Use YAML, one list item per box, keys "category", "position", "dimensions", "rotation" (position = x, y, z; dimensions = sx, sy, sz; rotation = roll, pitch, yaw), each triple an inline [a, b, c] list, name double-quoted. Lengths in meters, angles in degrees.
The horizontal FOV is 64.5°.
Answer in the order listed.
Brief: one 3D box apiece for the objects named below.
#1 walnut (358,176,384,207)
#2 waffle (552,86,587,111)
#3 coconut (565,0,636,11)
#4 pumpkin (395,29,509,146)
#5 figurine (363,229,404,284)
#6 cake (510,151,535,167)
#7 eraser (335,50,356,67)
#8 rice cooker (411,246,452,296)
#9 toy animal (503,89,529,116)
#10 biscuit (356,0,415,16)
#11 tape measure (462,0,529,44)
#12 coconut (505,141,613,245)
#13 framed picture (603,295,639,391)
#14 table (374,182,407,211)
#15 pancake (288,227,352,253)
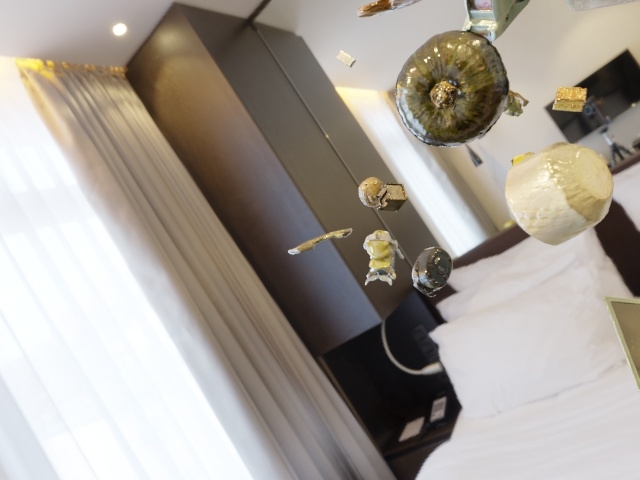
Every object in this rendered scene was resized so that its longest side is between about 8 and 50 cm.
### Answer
- category: "walnut"
  position: [0.194, -0.176, 1.879]
  dimensions: [0.105, 0.105, 0.124]
  rotation: [-33, -46, 6]
- category: "waffle"
  position: [0.879, -0.500, 1.786]
  dimensions: [0.102, 0.042, 0.148]
  rotation: [10, 36, 24]
- category: "coconut"
  position: [0.695, -0.716, 1.207]
  dimensions: [0.309, 0.298, 0.297]
  rotation: [6, 21, 35]
- category: "pumpkin"
  position: [0.257, -0.294, 0.996]
  dimensions: [0.223, 0.224, 0.157]
  rotation: [-35, 1, 30]
- category: "figurine"
  position: [0.215, 0.059, 1.777]
  dimensions: [0.128, 0.209, 0.184]
  rotation: [-3, -33, 23]
- category: "cake"
  position: [0.736, -0.256, 1.830]
  dimensions: [0.185, 0.079, 0.116]
  rotation: [-155, 84, -86]
- category: "eraser"
  position: [0.101, -0.714, 1.998]
  dimensions: [0.038, 0.083, 0.019]
  rotation: [-50, -29, 8]
- category: "rice cooker"
  position: [0.439, 0.118, 1.989]
  dimensions: [0.118, 0.142, 0.203]
  rotation: [-33, 28, 57]
- category: "toy animal"
  position: [0.407, -0.355, 1.185]
  dimensions: [0.057, 0.241, 0.099]
  rotation: [-49, 28, 16]
- category: "biscuit"
  position: [0.281, -0.864, 1.833]
  dimensions: [0.262, 0.052, 0.277]
  rotation: [-22, 18, -10]
- category: "tape measure"
  position: [0.474, -0.674, 1.330]
  dimensions: [0.243, 0.125, 0.246]
  rotation: [-49, -38, -26]
- category: "coconut"
  position: [0.715, -0.134, 1.566]
  dimensions: [0.328, 0.329, 0.329]
  rotation: [-33, -4, -3]
- category: "framed picture"
  position: [0.959, 0.301, 1.460]
  dimensions: [0.231, 0.293, 0.018]
  rotation: [7, -36, -10]
- category: "table"
  position: [0.240, -0.150, 1.756]
  dimensions: [0.082, 0.070, 0.083]
  rotation: [1, -31, -22]
- category: "pancake"
  position: [0.000, 0.000, 1.742]
  dimensions: [0.235, 0.029, 0.212]
  rotation: [-20, 3, -7]
